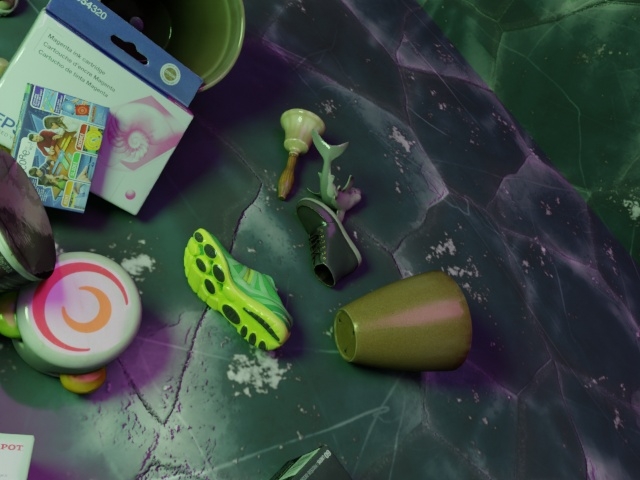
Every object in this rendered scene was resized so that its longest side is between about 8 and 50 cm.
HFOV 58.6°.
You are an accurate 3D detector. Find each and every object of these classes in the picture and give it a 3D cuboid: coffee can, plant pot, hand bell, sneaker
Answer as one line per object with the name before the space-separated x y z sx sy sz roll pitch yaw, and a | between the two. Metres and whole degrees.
coffee can | -0.553 0.004 0.797 0.275 0.201 0.201 -19 69 -6
plant pot | 0.169 0.198 1.294 0.254 0.237 0.237 -5 63 -24
hand bell | -0.074 -0.210 1.488 0.126 0.126 0.242 25 61 -21
sneaker | 0.000 0.000 1.386 0.222 0.083 0.118 50 45 2
sneaker | -0.172 0.101 1.191 0.295 0.109 0.123 49 21 5
plant pot | -0.374 -0.496 1.278 0.323 0.280 0.323 -11 110 -34

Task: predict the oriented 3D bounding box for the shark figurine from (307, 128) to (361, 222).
shark figurine | 0.012 -0.142 1.466 0.116 0.278 0.166 22 71 28

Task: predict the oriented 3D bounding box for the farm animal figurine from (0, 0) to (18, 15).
farm animal figurine | -0.736 -0.705 1.231 0.327 0.172 0.330 43 67 -34

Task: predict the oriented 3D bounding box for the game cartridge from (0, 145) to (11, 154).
game cartridge | -0.632 -0.146 0.970 0.323 0.052 0.285 28 44 -43

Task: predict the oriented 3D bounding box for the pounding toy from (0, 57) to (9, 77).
pounding toy | -0.533 -0.356 1.187 0.269 0.154 0.155 6 57 -34

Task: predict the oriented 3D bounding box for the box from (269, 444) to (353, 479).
box | 0.008 0.523 0.979 0.270 0.143 0.165 52 45 5

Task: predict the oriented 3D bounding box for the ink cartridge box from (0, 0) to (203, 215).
ink cartridge box | -0.417 -0.265 1.090 0.324 0.071 0.330 32 83 -37

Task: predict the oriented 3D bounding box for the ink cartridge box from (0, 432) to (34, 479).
ink cartridge box | -0.470 0.354 0.751 0.128 0.127 0.176 16 52 -27

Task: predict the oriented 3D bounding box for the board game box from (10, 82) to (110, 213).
board game box | -0.469 -0.160 1.012 0.136 0.035 0.201 13 96 -38

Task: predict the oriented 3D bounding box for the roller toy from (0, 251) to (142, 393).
roller toy | -0.405 0.128 0.948 0.209 0.146 0.191 43 53 -12
